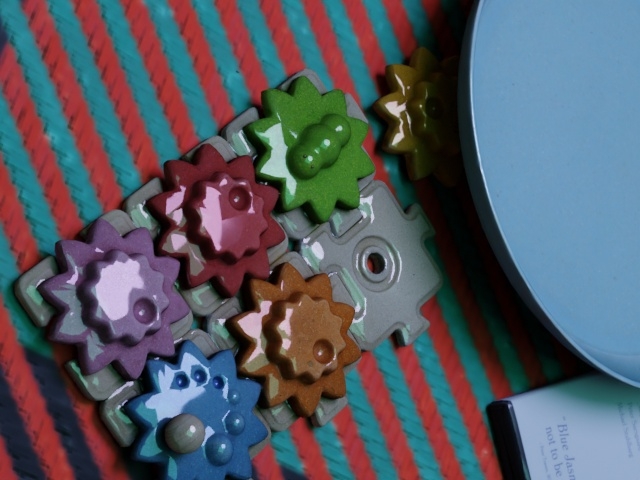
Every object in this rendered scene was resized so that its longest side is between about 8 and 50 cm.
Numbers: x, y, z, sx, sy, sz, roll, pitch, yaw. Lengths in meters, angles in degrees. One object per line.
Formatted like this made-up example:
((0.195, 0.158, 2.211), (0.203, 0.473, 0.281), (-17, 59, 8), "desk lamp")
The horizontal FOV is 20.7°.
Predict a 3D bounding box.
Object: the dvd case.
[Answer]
((0.227, 0.163, 1.132), (0.253, 0.022, 0.180), (-12, 87, -35), "dvd case")

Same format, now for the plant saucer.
((0.191, -0.059, 1.118), (0.317, 0.043, 0.318), (12, 72, -41), "plant saucer")

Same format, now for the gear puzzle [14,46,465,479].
((0.000, 0.000, 0.996), (0.339, 0.044, 0.175), (-40, 103, -33), "gear puzzle")
